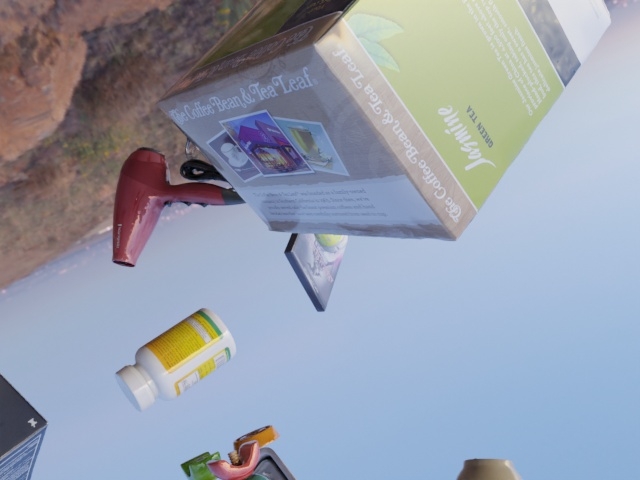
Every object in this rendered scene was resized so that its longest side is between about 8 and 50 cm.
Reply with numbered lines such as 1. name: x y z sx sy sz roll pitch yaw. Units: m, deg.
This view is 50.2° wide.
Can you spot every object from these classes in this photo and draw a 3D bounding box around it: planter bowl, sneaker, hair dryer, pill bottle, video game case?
1. planter bowl: 0.329 0.484 1.329 0.162 0.109 0.162 2 157 1
2. sneaker: -0.004 -0.084 1.356 0.082 0.208 0.094 -26 155 10
3. hair dryer: -0.225 -0.079 1.046 0.293 0.223 0.080 -47 143 5
4. pill bottle: -0.275 0.228 1.294 0.208 0.117 0.118 -34 -170 -28
5. video game case: 0.000 0.000 1.593 0.026 0.196 0.274 -7 -139 25

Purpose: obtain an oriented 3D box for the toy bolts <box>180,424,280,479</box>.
1. toy bolts: -0.141 0.475 1.331 0.218 0.158 0.228 -19 174 -26

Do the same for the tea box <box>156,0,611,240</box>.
1. tea box: 0.056 -0.189 0.723 0.323 0.220 0.329 -50 -153 -21

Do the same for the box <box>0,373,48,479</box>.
1. box: -0.725 0.451 1.335 0.296 0.183 0.294 -38 166 -48

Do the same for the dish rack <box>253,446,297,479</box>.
1. dish rack: -0.143 0.698 1.622 0.332 0.072 0.285 -54 -137 3
